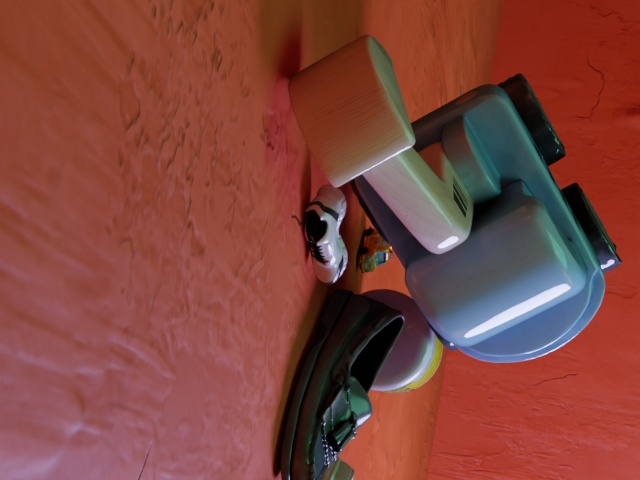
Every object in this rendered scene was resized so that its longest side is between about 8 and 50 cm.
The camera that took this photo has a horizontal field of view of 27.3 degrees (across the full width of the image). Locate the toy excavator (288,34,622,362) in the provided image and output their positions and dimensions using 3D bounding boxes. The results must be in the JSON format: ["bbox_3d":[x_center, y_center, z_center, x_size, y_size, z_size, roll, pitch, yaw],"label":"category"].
[{"bbox_3d":[0.135,-0.032,1.285,0.433,0.222,0.445,58,14,-16],"label":"toy excavator"}]

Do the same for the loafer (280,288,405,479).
[{"bbox_3d":[0.026,0.149,1.371,0.267,0.084,0.096,-70,165,-48],"label":"loafer"}]

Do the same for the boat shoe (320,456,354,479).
[{"bbox_3d":[0.022,0.389,1.497,0.109,0.098,0.302,-45,142,-72],"label":"boat shoe"}]

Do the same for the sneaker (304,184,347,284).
[{"bbox_3d":[0.000,0.000,1.271,0.044,0.040,0.109,-47,143,-44],"label":"sneaker"}]

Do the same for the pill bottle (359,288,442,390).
[{"bbox_3d":[0.085,0.125,1.586,0.215,0.117,0.117,38,61,-78],"label":"pill bottle"}]

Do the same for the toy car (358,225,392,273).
[{"bbox_3d":[0.071,-0.019,1.611,0.060,0.040,0.122,-66,161,-57],"label":"toy car"}]
